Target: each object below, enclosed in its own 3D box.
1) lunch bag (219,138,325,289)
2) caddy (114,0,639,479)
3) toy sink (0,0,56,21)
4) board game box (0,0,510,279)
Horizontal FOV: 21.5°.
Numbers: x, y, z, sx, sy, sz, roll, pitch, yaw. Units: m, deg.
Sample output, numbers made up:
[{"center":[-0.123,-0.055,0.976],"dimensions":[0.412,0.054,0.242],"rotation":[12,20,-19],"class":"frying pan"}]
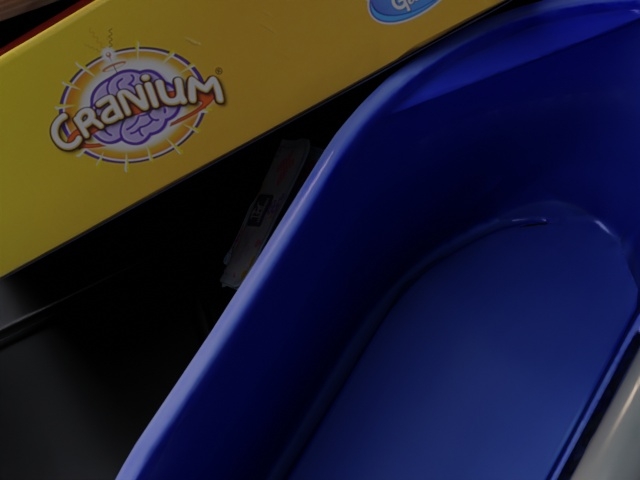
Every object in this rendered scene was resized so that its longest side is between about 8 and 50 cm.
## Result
[{"center":[0.000,0.000,0.692],"dimensions":[0.083,0.053,0.071],"rotation":[25,85,38],"class":"lunch bag"},{"center":[0.079,0.084,0.497],"dimensions":[0.241,0.179,0.341],"rotation":[27,69,12],"class":"caddy"},{"center":[-0.184,-0.184,0.774],"dimensions":[0.131,0.234,0.152],"rotation":[-22,62,-14],"class":"toy sink"},{"center":[-0.069,-0.067,0.644],"dimensions":[0.317,0.242,0.064],"rotation":[-28,102,16],"class":"board game box"}]
